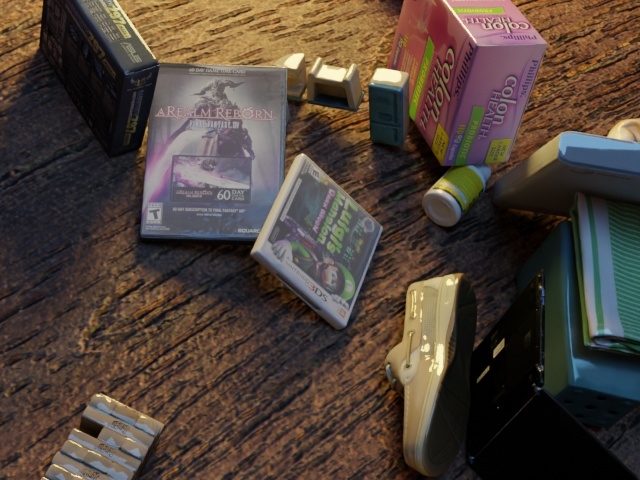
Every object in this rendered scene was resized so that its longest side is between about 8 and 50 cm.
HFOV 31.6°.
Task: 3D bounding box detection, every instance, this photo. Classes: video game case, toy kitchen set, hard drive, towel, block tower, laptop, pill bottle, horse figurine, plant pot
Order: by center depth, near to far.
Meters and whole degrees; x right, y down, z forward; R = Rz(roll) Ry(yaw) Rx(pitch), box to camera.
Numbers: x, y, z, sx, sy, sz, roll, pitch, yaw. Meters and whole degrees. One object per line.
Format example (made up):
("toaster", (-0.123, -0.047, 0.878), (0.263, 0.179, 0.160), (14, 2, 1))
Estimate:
("block tower", (-0.291, 0.326, 1.260), (0.097, 0.091, 0.335), (25, 52, 1))
("laptop", (0.287, 0.216, 1.430), (0.137, 0.234, 0.264), (15, 53, -9))
("towel", (0.496, 0.060, 1.519), (0.325, 0.038, 0.247), (10, 55, -11))
("video game case", (0.000, 0.000, 1.570), (0.173, 0.022, 0.190), (42, 49, -24))
("plant pot", (0.376, 0.127, 1.570), (0.166, 0.165, 0.234), (13, 58, -9))
("hard drive", (0.397, -0.078, 1.593), (0.233, 0.353, 0.047), (9, 82, -4))
("video game case", (-0.147, -0.125, 1.596), (0.196, 0.026, 0.274), (2, 69, -3))
("toy kitchen set", (0.013, -0.173, 1.705), (0.207, 0.122, 0.166), (13, 52, 16))
("pill bottle", (0.210, -0.078, 1.711), (0.065, 0.065, 0.116), (38, 55, 9))
("horse figurine", (0.509, -0.134, 1.847), (0.174, 0.066, 0.263), (47, 59, 9))

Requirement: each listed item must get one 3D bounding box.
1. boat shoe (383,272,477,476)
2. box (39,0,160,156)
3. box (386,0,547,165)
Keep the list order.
("boat shoe", (0.140, 0.176, 1.504), (0.098, 0.109, 0.302), (-7, 49, 26))
("box", (-0.317, -0.262, 1.595), (0.059, 0.183, 0.232), (-24, 66, -29))
("box", (0.212, -0.271, 1.718), (0.117, 0.213, 0.243), (-6, 44, -21))
